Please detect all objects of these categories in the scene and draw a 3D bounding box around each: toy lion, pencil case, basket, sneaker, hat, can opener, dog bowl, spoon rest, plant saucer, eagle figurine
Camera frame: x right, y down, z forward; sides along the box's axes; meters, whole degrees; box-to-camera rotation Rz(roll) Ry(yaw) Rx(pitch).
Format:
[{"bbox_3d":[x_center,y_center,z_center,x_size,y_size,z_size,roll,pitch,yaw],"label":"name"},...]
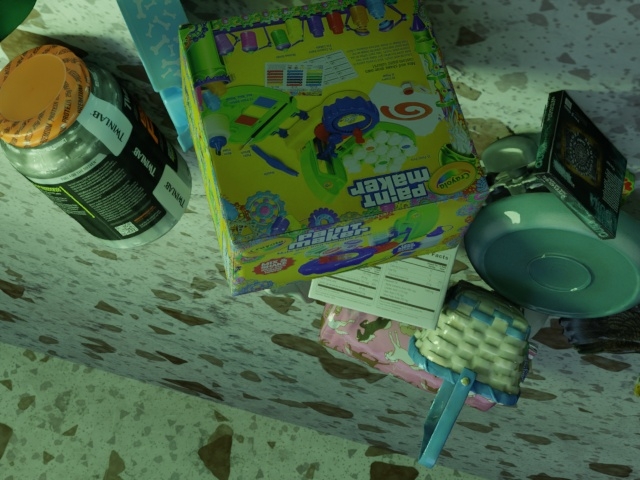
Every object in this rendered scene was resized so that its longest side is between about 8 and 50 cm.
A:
[{"bbox_3d":[0.418,-0.075,1.458,0.096,0.034,0.100,-13,145,37],"label":"toy lion"},{"bbox_3d":[0.184,0.189,1.928,0.386,0.167,0.160,21,147,1],"label":"pencil case"},{"bbox_3d":[0.239,0.225,1.682,0.201,0.288,0.255,28,-169,3],"label":"basket"},{"bbox_3d":[-0.078,0.042,1.915,0.151,0.094,0.256,36,-171,27],"label":"sneaker"},{"bbox_3d":[-0.404,-0.356,1.351,0.208,0.184,0.173,52,167,31],"label":"hat"},{"bbox_3d":[0.236,-0.095,1.498,0.280,0.074,0.093,-18,106,51],"label":"can opener"},{"bbox_3d":[-0.197,-0.241,1.318,0.074,0.165,0.297,-23,154,-5],"label":"dog bowl"},{"bbox_3d":[0.392,0.098,1.779,0.084,0.137,0.276,38,142,4],"label":"spoon rest"},{"bbox_3d":[0.379,0.039,1.568,0.318,0.043,0.317,14,149,9],"label":"plant saucer"},{"bbox_3d":[0.595,0.179,1.765,0.298,0.225,0.226,33,129,33],"label":"eagle figurine"}]

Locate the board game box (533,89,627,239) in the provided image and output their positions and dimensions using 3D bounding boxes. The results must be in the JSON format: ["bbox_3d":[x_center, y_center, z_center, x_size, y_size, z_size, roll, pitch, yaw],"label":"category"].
[{"bbox_3d":[0.349,-0.097,1.323,0.026,0.126,0.186,-7,148,43],"label":"board game box"}]

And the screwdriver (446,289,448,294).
[{"bbox_3d":[0.297,0.124,2.006,0.170,0.024,0.025,16,128,-6],"label":"screwdriver"}]

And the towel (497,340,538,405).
[{"bbox_3d":[0.348,0.265,2.056,0.144,0.029,0.197,16,128,-7],"label":"towel"}]

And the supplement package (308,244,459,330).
[{"bbox_3d":[0.110,0.029,1.608,0.204,0.145,0.262,14,-172,5],"label":"supplement package"}]

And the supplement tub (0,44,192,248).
[{"bbox_3d":[-0.363,-0.144,1.577,0.207,0.207,0.338,5,156,24],"label":"supplement tub"}]

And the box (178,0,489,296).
[{"bbox_3d":[0.004,-0.116,1.173,0.290,0.279,0.177,-11,159,-10],"label":"box"}]
